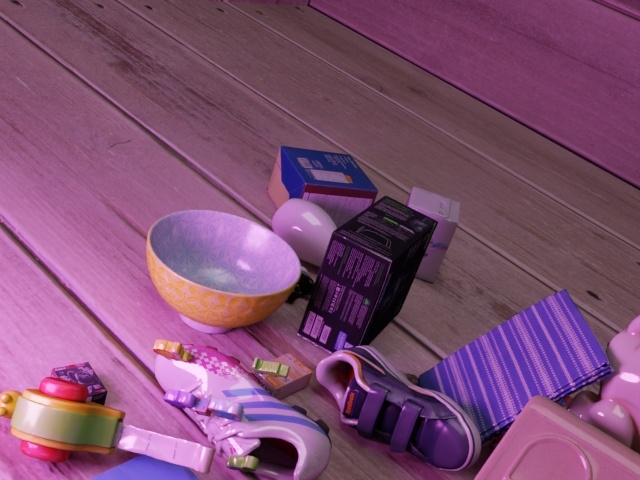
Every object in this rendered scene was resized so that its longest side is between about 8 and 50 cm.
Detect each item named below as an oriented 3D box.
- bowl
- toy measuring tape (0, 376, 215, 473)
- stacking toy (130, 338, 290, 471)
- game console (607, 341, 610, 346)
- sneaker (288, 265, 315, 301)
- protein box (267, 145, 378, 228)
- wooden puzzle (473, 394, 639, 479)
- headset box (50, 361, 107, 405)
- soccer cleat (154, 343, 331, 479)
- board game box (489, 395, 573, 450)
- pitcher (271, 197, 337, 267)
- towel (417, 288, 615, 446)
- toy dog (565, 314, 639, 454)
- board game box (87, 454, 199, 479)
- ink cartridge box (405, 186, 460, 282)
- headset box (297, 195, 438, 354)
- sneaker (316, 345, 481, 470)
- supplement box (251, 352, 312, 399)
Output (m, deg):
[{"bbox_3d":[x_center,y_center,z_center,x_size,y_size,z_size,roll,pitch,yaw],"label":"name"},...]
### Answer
[{"bbox_3d":[-0.196,0.080,1.554,0.290,0.156,0.289,16,28,-9],"label":"bowl"},{"bbox_3d":[-0.315,0.265,1.148,0.330,0.121,0.121,13,26,15],"label":"toy measuring tape"},{"bbox_3d":[-0.172,0.243,1.232,0.221,0.052,0.166,7,61,18],"label":"stacking toy"},{"bbox_3d":[0.764,0.339,1.830,0.213,0.044,0.361,18,27,1],"label":"game console"},{"bbox_3d":[-0.078,0.089,1.711,0.170,0.063,0.075,1,27,-41],"label":"sneaker"},{"bbox_3d":[0.002,-0.124,2.071,0.201,0.136,0.199,5,31,-26],"label":"protein box"},{"bbox_3d":[0.372,0.446,1.231,0.322,0.080,0.348,31,64,26],"label":"wooden puzzle"},{"bbox_3d":[-0.382,0.227,1.300,0.062,0.032,0.083,-7,36,-41],"label":"headset box"},{"bbox_3d":[-0.139,0.272,1.287,0.331,0.116,0.143,27,28,13],"label":"soccer cleat"},{"bbox_3d":[0.447,0.374,1.577,0.145,0.027,0.281,35,31,25],"label":"board game box"},{"bbox_3d":[0.000,0.000,1.887,0.207,0.125,0.178,41,12,16],"label":"pitcher"},{"bbox_3d":[0.334,0.241,1.476,0.040,0.336,0.243,50,14,-26],"label":"towel"},{"bbox_3d":[0.652,0.332,1.353,0.285,0.395,0.408,-3,28,-44],"label":"toy dog"},{"bbox_3d":[-0.242,0.362,1.141,0.133,0.033,0.169,32,27,29],"label":"board game box"},{"bbox_3d":[0.247,-0.017,1.991,0.127,0.176,0.128,21,27,1],"label":"ink cartridge box"},{"bbox_3d":[0.101,0.069,1.672,0.131,0.246,0.283,28,27,16],"label":"headset box"},{"bbox_3d":[0.119,0.292,1.412,0.128,0.126,0.321,-2,24,-43],"label":"sneaker"},{"bbox_3d":[-0.070,0.243,1.469,0.062,0.036,0.098,35,32,28],"label":"supplement box"}]
